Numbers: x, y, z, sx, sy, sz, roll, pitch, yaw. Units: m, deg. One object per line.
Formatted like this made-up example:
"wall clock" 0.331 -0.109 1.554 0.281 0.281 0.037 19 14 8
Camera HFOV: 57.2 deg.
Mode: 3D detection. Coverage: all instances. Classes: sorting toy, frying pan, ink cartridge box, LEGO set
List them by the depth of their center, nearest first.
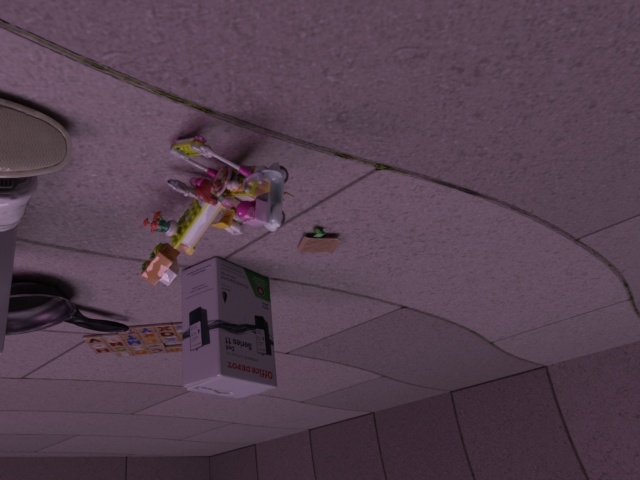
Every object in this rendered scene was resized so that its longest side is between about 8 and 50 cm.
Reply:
"LEGO set" -0.159 -0.046 0.717 0.107 0.132 0.287 27 145 -36
"sorting toy" 0.000 0.000 0.962 0.062 0.012 0.083 5 155 -13
"ink cartridge box" -0.157 0.154 1.013 0.086 0.209 0.153 -22 151 27
"frying pan" -0.476 0.121 1.050 0.326 0.053 0.197 1 154 -38

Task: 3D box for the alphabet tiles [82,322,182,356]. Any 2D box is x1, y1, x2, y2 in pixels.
"alphabet tiles" -0.401 0.228 1.332 0.237 0.009 0.198 -4 154 -7

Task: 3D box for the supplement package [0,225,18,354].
"supplement package" -0.532 0.044 0.701 0.145 0.204 0.261 -28 148 37

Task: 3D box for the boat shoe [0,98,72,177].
"boat shoe" -0.380 -0.110 0.598 0.233 0.084 0.079 0 -168 -29

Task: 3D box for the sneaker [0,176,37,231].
"sneaker" -0.447 -0.044 0.653 0.232 0.090 0.115 8 138 -26
